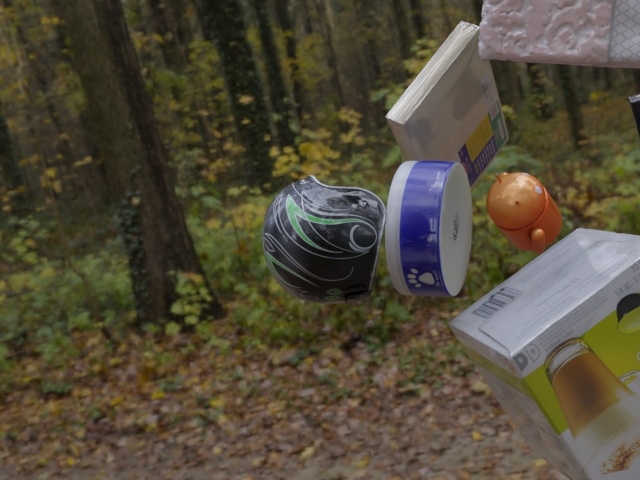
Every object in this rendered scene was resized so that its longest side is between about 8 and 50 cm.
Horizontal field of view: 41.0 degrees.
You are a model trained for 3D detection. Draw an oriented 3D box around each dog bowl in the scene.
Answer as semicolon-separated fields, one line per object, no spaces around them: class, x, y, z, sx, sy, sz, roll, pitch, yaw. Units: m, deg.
dog bowl;0.216;-0.023;1.664;0.104;0.264;0.265;2;13;23

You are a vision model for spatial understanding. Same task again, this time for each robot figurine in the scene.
robot figurine;0.426;-0.059;1.784;0.128;0.158;0.219;3;-23;36

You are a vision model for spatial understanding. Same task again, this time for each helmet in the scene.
helmet;0.000;0.000;1.153;0.162;0.169;0.169;11;10;3

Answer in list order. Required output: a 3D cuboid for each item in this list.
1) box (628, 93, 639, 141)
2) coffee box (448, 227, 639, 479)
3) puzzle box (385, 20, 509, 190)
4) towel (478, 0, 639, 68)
box;0.922;-0.245;2.044;0.296;0.293;0.073;-15;17;18
coffee box;0.496;0.212;1.551;0.338;0.334;0.338;-35;8;-5
puzzle box;0.291;-0.244;1.879;0.052;0.409;0.272;30;76;32
towel;0.429;-0.452;1.398;0.317;0.331;0.053;9;8;20
